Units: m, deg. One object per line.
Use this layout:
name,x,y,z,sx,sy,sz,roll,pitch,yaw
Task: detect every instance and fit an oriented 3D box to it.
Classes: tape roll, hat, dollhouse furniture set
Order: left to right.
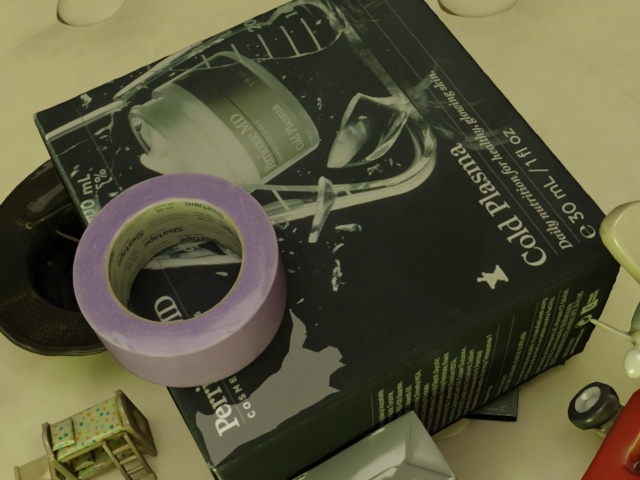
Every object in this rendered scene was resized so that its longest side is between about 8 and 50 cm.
dollhouse furniture set,-0.298,0.303,1.215,0.182,0.101,0.161,-25,52,-1
hat,-0.317,0.034,1.375,0.331,0.134,0.331,1,59,-1
tape roll,-0.128,0.036,0.914,0.189,0.080,0.189,-2,61,3

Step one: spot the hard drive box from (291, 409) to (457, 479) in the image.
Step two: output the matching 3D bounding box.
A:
hard drive box,0.061,0.303,1.045,0.181,0.232,0.089,-29,55,-5

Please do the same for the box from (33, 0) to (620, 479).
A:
box,0.000,0.000,1.142,0.472,0.297,0.480,-28,62,-11

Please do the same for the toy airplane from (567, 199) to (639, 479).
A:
toy airplane,0.447,0.150,0.950,0.386,0.384,0.272,1,18,-1

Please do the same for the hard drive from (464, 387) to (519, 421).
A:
hard drive,0.202,0.159,1.226,0.094,0.022,0.135,1,59,15
